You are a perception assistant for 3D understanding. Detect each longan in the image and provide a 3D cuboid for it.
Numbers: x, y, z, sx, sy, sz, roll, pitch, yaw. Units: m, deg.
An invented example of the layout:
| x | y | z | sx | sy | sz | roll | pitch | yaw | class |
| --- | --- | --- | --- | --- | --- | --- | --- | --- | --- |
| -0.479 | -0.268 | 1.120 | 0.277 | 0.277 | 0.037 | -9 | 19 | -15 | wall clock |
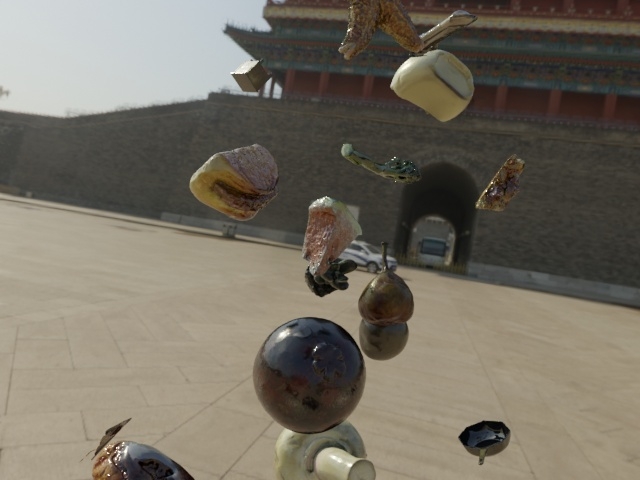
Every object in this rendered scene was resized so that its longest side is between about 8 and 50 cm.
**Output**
| x | y | z | sx | sy | sz | roll | pitch | yaw | class |
| --- | --- | --- | --- | --- | --- | --- | --- | --- | --- |
| 0.233 | 0.342 | 1.710 | 0.198 | 0.212 | 0.198 | -1 | 18 | 0 | longan |

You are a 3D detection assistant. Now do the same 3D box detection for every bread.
| x | y | z | sx | sy | sz | roll | pitch | yaw | class |
| --- | --- | --- | --- | --- | --- | --- | --- | --- | --- |
| -0.269 | 0.443 | 0.799 | 0.269 | 0.095 | 0.139 | 36 | 13 | -5 | bread |

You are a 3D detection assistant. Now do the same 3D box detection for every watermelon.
| x | y | z | sx | sy | sz | roll | pitch | yaw | class |
| --- | --- | --- | --- | --- | --- | --- | --- | --- | --- |
| 0.016 | -0.006 | 0.970 | 0.098 | 0.158 | 0.121 | 10 | 1 | 40 | watermelon |

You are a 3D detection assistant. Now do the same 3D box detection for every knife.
| x | y | z | sx | sy | sz | roll | pitch | yaw | class |
| --- | --- | --- | --- | --- | --- | --- | --- | --- | --- |
| 0.310 | -0.542 | 1.217 | 0.089 | 0.043 | 0.365 | -10 | 11 | -4 | knife |

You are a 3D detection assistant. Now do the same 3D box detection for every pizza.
| x | y | z | sx | sy | sz | roll | pitch | yaw | class |
| --- | --- | --- | --- | --- | --- | --- | --- | --- | --- |
| 0.442 | -0.116 | 1.141 | 0.069 | 0.154 | 0.194 | 36 | 47 | 14 | pizza |

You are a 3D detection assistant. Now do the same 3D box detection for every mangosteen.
| x | y | z | sx | sy | sz | roll | pitch | yaw | class |
| --- | --- | --- | --- | --- | --- | --- | --- | --- | --- |
| -0.039 | 0.374 | 1.283 | 0.307 | 0.305 | 0.359 | 9 | -29 | -17 | mangosteen |

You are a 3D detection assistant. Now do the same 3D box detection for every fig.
| x | y | z | sx | sy | sz | roll | pitch | yaw | class |
| --- | --- | --- | --- | --- | --- | --- | --- | --- | --- |
| 0.238 | 0.150 | 1.545 | 0.191 | 0.290 | 0.190 | 22 | -20 | 9 | fig |

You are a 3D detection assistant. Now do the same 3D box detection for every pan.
| x | y | z | sx | sy | sz | roll | pitch | yaw | class |
| --- | --- | --- | --- | --- | --- | --- | --- | --- | --- |
| 0.407 | 0.530 | 1.185 | 0.202 | 0.048 | 0.128 | -18 | -2 | -44 | pan |

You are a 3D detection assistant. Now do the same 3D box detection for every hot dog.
| x | y | z | sx | sy | sz | roll | pitch | yaw | class |
| --- | --- | --- | --- | --- | --- | --- | --- | --- | --- |
| -0.273 | -0.199 | 1.657 | 0.185 | 0.223 | 0.405 | -36 | 3 | 25 | hot dog |

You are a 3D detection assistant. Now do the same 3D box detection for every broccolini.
| x | y | z | sx | sy | sz | roll | pitch | yaw | class |
| --- | --- | --- | --- | --- | --- | --- | --- | --- | --- |
| 0.175 | -0.220 | 1.279 | 0.079 | 0.073 | 0.392 | -25 | -18 | 28 | broccolini |

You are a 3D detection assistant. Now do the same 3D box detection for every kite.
| x | y | z | sx | sy | sz | roll | pitch | yaw | class |
| --- | --- | --- | --- | --- | --- | --- | --- | --- | --- |
| -0.537 | 0.501 | 1.168 | 0.010 | 0.190 | 0.159 | 42 | 37 | 9 | kite |

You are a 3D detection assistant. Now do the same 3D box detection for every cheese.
| x | y | z | sx | sy | sz | roll | pitch | yaw | class |
| --- | --- | --- | --- | --- | --- | --- | --- | --- | --- |
| 0.384 | -0.522 | 1.592 | 0.266 | 0.127 | 0.233 | 29 | -26 | -21 | cheese |

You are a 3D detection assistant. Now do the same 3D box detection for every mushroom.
| x | y | z | sx | sy | sz | roll | pitch | yaw | class |
| --- | --- | --- | --- | --- | --- | --- | --- | --- | --- |
| 0.031 | 0.722 | 1.523 | 0.357 | 0.314 | 0.315 | -6 | -4 | 20 | mushroom |

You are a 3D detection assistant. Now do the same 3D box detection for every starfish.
| x | y | z | sx | sy | sz | roll | pitch | yaw | class |
| --- | --- | --- | --- | --- | --- | --- | --- | --- | --- |
| 0.065 | -0.357 | 0.639 | 0.227 | 0.240 | 0.043 | 34 | -23 | -18 | starfish |

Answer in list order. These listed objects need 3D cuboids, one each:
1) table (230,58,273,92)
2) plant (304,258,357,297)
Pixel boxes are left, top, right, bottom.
| x | y | z | sx | sy | sz | roll | pitch | yaw | class |
| --- | --- | --- | --- | --- | --- | --- | --- | --- | --- |
| -0.206 | -0.506 | 1.415 | 0.083 | 0.082 | 0.070 | 20 | -26 | 45 | table |
| 0.030 | 0.132 | 1.727 | 0.149 | 0.146 | 0.274 | 52 | -21 | -2 | plant |
